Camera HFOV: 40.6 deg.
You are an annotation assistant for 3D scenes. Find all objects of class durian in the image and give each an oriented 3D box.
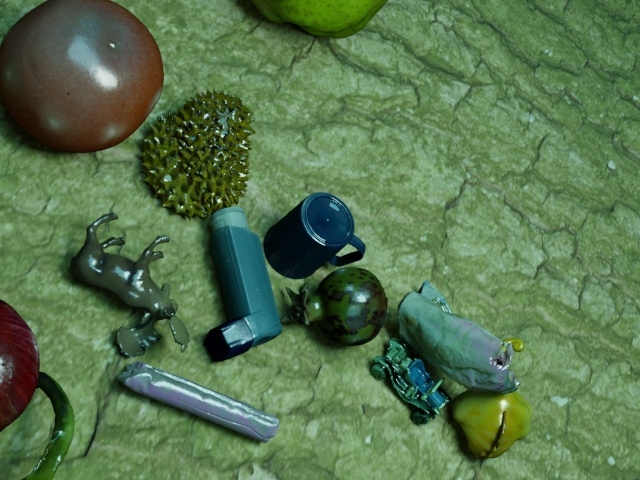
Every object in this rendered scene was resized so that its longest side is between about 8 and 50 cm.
[{"bbox_3d":[-0.201,-0.158,1.490,0.183,0.138,0.249,21,63,-32],"label":"durian"}]

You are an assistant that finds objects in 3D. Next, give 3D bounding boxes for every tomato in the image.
[{"bbox_3d":[-0.379,-0.268,1.379,0.256,0.224,0.255,14,67,-34],"label":"tomato"}]

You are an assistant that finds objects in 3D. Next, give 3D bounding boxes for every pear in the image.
[{"bbox_3d":[0.004,-0.580,1.694,0.391,0.391,0.390,14,60,-25],"label":"pear"}]

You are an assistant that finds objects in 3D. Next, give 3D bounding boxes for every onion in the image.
[{"bbox_3d":[-0.486,0.154,1.114,0.248,0.161,0.248,13,30,-8],"label":"onion"}]

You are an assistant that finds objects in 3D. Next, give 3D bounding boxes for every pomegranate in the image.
[{"bbox_3d":[0.034,0.108,1.491,0.169,0.148,0.148,19,58,-24],"label":"pomegranate"}]

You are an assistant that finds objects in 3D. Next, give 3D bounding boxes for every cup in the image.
[{"bbox_3d":[-0.004,-0.010,1.524,0.150,0.138,0.113,-2,68,-32],"label":"cup"}]

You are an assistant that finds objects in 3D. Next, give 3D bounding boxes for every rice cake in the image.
[{"bbox_3d":[-0.182,0.250,1.339,0.270,0.055,0.049,27,60,-20],"label":"rice cake"}]

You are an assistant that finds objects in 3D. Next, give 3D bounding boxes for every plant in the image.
[{"bbox_3d":[-0.377,0.304,1.073,0.251,0.180,0.333,5,63,21],"label":"plant"}]

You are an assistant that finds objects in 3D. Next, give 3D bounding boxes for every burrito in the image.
[{"bbox_3d":[0.238,0.190,1.518,0.229,0.143,0.089,29,59,36],"label":"burrito"}]

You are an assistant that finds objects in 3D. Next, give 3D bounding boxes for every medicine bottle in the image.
[{"bbox_3d":[-0.142,0.071,1.438,0.124,0.079,0.258,-1,67,-31],"label":"medicine bottle"}]

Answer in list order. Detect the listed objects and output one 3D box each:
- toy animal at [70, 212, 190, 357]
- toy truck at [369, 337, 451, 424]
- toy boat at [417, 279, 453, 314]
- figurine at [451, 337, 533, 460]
[{"bbox_3d":[-0.289,0.078,1.347,0.214,0.093,0.186,23,52,-11],"label":"toy animal"},{"bbox_3d":[0.167,0.246,1.541,0.154,0.078,0.080,48,50,-1],"label":"toy truck"},{"bbox_3d":[0.231,0.157,1.636,0.069,0.059,0.172,-20,78,-37],"label":"toy boat"},{"bbox_3d":[0.321,0.289,1.594,0.156,0.131,0.246,15,44,-3],"label":"figurine"}]
